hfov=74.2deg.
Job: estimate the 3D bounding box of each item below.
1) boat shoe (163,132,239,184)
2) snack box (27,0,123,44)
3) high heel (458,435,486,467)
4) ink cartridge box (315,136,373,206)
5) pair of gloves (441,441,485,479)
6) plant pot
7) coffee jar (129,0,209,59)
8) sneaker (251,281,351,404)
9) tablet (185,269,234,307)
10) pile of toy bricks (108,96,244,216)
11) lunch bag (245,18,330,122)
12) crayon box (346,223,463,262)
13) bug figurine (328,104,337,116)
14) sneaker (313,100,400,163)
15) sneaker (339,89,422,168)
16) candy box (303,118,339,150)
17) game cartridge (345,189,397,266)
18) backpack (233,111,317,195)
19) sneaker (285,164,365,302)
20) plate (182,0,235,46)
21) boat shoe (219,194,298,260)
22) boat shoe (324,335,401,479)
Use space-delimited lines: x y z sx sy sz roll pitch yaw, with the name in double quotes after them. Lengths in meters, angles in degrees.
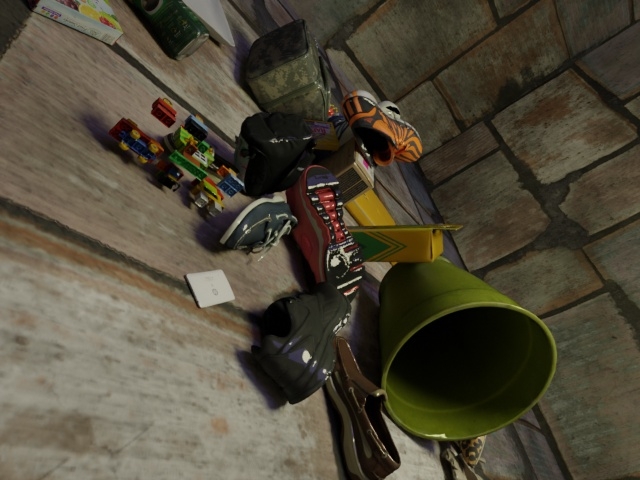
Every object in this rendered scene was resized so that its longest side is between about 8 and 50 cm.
-0.213 -0.154 0.774 0.152 0.049 0.056 33 32 -48 "boat shoe"
-0.409 -0.394 0.693 0.100 0.037 0.141 61 22 10 "snack box"
0.318 0.425 1.076 0.186 0.093 0.261 25 35 0 "high heel"
0.044 -0.167 1.139 0.088 0.193 0.234 50 24 -20 "ink cartridge box"
0.364 0.555 1.076 0.204 0.042 0.240 44 20 -20 "pair of gloves"
0.292 0.209 1.026 0.366 0.367 0.353 49 13 -22 "plant pot"
-0.331 -0.491 0.903 0.184 0.096 0.079 53 20 -15 "coffee jar"
-0.029 0.135 0.725 0.130 0.109 0.286 45 21 -9 "sneaker"
-0.165 0.071 0.642 0.054 0.006 0.083 63 23 10 "tablet"
-0.213 -0.147 0.683 0.212 0.118 0.105 40 21 -39 "pile of toy bricks"
-0.079 -0.483 1.298 0.305 0.213 0.256 -97 164 -44 "lunch bag"
0.183 0.004 1.054 0.202 0.319 0.081 -12 100 -66 "crayon box"
0.106 -0.454 1.803 0.279 0.072 0.216 11 51 -61 "bug figurine"
0.090 -0.363 1.329 0.130 0.323 0.236 16 45 -35 "sneaker"
0.179 -0.253 1.145 0.321 0.125 0.180 21 44 -38 "sneaker"
-0.055 -0.296 1.165 0.206 0.027 0.105 1 53 -19 "candy box"
0.189 -0.093 1.550 0.323 0.053 0.285 51 23 -23 "game cartridge"
-0.105 -0.171 0.855 0.152 0.182 0.115 -5 63 -25 "backpack"
0.000 0.000 0.938 0.116 0.136 0.313 -12 89 -38 "sneaker"
-0.366 -0.675 1.137 0.277 0.045 0.277 22 42 -55 "plate"
-0.104 -0.023 0.785 0.079 0.095 0.254 46 14 -1 "boat shoe"
0.077 0.283 0.754 0.095 0.095 0.257 29 36 -50 "boat shoe"
